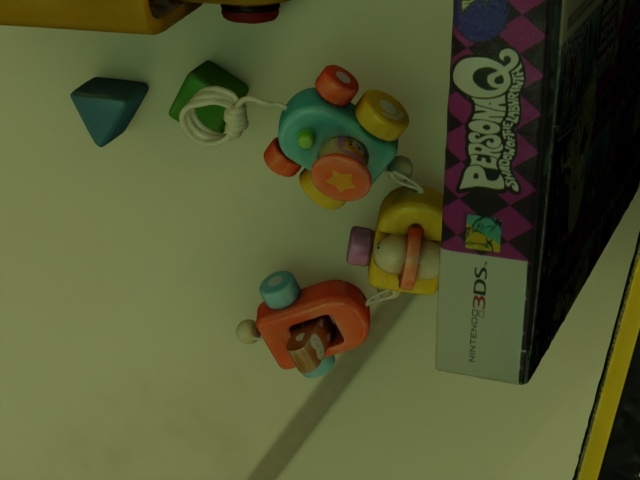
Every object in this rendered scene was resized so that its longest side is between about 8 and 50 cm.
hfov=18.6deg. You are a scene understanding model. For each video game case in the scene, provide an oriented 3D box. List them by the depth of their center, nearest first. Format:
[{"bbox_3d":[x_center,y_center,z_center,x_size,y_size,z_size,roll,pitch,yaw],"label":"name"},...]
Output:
[{"bbox_3d":[0.098,-0.084,0.770,0.042,0.232,0.210,8,113,17],"label":"video game case"}]

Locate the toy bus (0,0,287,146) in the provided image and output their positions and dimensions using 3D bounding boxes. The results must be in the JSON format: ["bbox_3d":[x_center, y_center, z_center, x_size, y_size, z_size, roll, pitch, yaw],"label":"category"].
[{"bbox_3d":[-0.088,-0.140,0.877,0.191,0.104,0.202,46,117,-3],"label":"toy bus"}]

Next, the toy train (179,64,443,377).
[{"bbox_3d":[0.000,0.000,0.914,0.125,0.046,0.166,-14,124,13],"label":"toy train"}]

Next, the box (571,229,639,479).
[{"bbox_3d":[0.164,-0.023,0.722,0.079,0.322,0.257,17,115,10],"label":"box"}]
